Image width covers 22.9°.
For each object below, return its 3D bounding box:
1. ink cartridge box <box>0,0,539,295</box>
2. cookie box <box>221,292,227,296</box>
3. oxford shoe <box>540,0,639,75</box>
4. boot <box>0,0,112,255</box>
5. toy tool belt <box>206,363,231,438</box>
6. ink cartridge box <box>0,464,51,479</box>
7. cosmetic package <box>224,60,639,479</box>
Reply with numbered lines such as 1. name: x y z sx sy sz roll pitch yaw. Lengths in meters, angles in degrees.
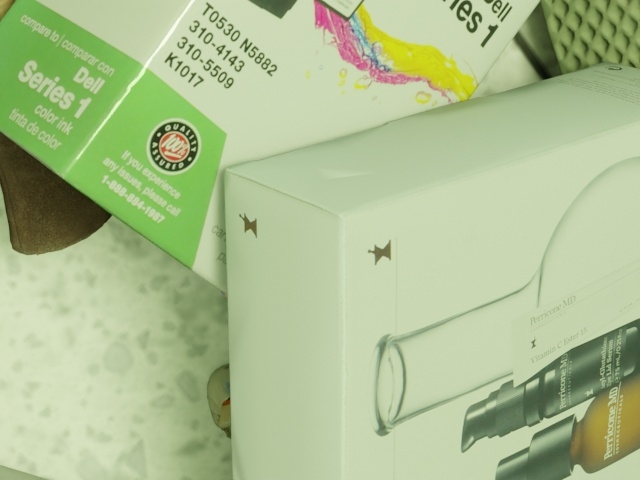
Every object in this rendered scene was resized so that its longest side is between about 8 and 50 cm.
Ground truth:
1. ink cartridge box: -0.017 -0.120 0.812 0.278 0.117 0.201 -54 138 -3
2. cookie box: 0.000 0.000 0.955 0.107 0.040 0.091 14 95 -15
3. oxford shoe: 0.237 -0.036 0.960 0.130 0.169 0.449 -19 103 -37
4. boot: -0.116 -0.135 0.889 0.248 0.090 0.206 -43 135 -36
5. toy tool belt: -0.026 0.091 0.955 0.083 0.051 0.052 -22 102 -11
6. ink cartridge box: -0.123 0.249 0.926 0.237 0.100 0.172 21 92 -17
7. cosmetic package: 0.088 0.115 0.865 0.284 0.097 0.377 -18 118 -35
